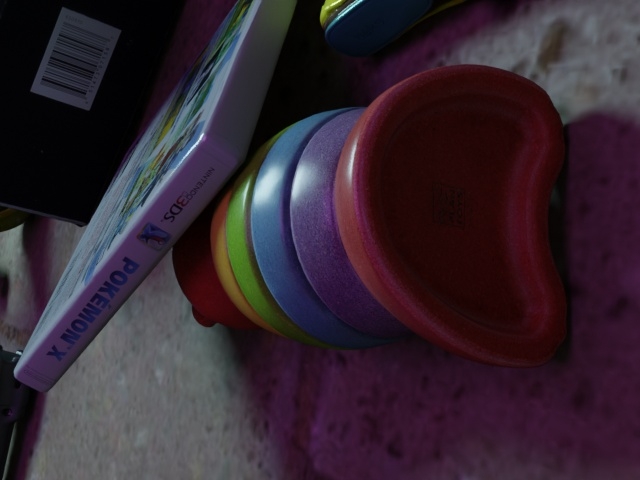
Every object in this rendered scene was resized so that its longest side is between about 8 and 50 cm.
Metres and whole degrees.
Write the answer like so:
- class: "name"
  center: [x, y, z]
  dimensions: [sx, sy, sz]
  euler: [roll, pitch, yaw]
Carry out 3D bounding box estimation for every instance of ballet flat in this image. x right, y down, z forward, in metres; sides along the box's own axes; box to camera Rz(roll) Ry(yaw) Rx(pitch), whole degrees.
- class: "ballet flat"
  center: [0.083, -0.199, 0.636]
  dimensions: [0.231, 0.077, 0.077]
  euler: [-15, 52, 50]

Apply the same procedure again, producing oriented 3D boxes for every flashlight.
- class: "flashlight"
  center: [-0.434, 0.278, 1.120]
  dimensions: [0.103, 0.103, 0.303]
  euler: [12, 91, 55]

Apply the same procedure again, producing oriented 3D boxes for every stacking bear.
- class: "stacking bear"
  center: [0.000, 0.000, 0.623]
  dimensions: [0.289, 0.164, 0.175]
  euler: [-14, 69, 53]

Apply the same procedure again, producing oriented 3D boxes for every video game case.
- class: "video game case"
  center: [-0.124, -0.071, 0.768]
  dimensions: [0.300, 0.036, 0.329]
  euler: [-45, 20, 35]

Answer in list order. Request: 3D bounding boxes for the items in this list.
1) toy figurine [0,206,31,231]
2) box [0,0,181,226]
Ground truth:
- class: "toy figurine"
  center: [-0.519, 0.030, 1.275]
  dimensions: [0.363, 0.217, 0.191]
  euler: [-21, 36, -1]
- class: "box"
  center: [-0.335, -0.243, 1.064]
  dimensions: [0.312, 0.179, 0.343]
  euler: [38, 107, 50]
